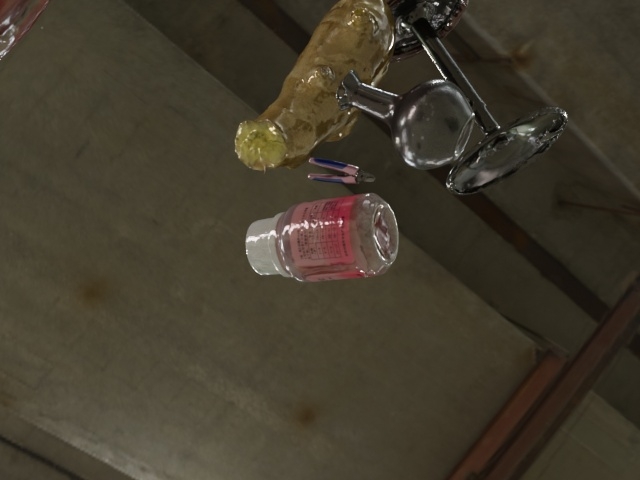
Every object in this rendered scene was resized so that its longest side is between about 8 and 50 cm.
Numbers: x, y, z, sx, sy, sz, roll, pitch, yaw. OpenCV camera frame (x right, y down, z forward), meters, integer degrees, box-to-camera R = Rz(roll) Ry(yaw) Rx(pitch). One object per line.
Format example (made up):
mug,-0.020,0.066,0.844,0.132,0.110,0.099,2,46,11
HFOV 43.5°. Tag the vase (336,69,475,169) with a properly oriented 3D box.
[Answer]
vase,0.106,-0.168,1.055,0.183,0.120,0.120,25,-84,15

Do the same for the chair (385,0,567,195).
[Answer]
chair,0.221,-0.301,1.383,0.227,0.226,0.400,-22,-112,-12

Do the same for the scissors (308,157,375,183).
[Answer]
scissors,0.034,-0.110,1.315,0.113,0.012,0.039,11,-65,13

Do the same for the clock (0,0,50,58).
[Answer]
clock,-0.208,-0.270,0.578,0.080,0.318,0.318,22,-84,-40

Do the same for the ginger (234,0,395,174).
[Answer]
ginger,-0.012,-0.231,1.257,0.375,0.236,0.166,-43,-87,-19

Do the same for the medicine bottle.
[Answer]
medicine bottle,0.000,0.000,1.378,0.247,0.147,0.147,-6,-68,29
